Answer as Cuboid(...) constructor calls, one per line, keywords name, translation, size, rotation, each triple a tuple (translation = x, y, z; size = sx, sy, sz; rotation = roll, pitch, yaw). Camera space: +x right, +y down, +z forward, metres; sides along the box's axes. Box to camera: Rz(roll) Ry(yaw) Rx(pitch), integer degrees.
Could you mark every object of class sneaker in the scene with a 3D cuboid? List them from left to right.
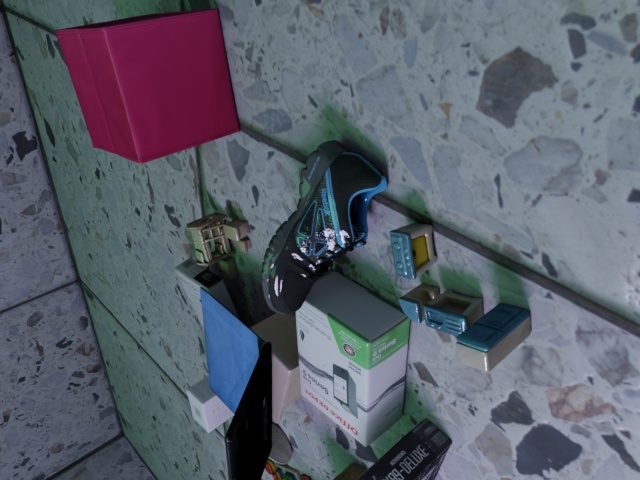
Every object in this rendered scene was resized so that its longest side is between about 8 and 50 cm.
Cuboid(name="sneaker", translation=(-0.173, 0.609, 1.702), size=(0.222, 0.083, 0.118), rotation=(42, 160, 15))
Cuboid(name="sneaker", translation=(0.000, 0.000, 0.970), size=(0.139, 0.125, 0.341), rotation=(30, 111, 24))

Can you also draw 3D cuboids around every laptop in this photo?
Cuboid(name="laptop", translation=(-0.240, 0.396, 1.280), size=(0.236, 0.408, 0.382), rotation=(9, 124, 9))

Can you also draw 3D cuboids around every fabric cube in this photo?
Cuboid(name="fabric cube", translation=(-0.363, -0.341, 1.166), size=(0.259, 0.254, 0.258), rotation=(20, 128, 43))

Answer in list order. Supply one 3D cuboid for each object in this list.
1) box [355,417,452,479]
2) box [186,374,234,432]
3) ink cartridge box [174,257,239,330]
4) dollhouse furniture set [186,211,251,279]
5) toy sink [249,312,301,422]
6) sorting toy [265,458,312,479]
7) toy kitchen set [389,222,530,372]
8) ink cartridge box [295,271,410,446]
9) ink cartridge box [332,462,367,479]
Cuboid(name="box", translation=(0.136, 0.538, 1.110), size=(0.076, 0.242, 0.307), rotation=(37, 138, 32))
Cuboid(name="box", translation=(-0.317, 0.491, 1.707), size=(0.091, 0.170, 0.130), rotation=(25, 130, 39))
Cuboid(name="ink cartridge box", translation=(-0.298, 0.234, 1.581), size=(0.175, 0.069, 0.371), rotation=(25, 139, 41))
Cuboid(name="dollhouse furniture set", translation=(-0.250, 0.039, 1.393), size=(0.161, 0.101, 0.182), rotation=(15, 123, 46))
Cuboid(name="toy sink", translation=(-0.092, 0.311, 1.346), size=(0.153, 0.131, 0.234), rotation=(40, 137, 29))
Cuboid(name="sorting toy", translation=(-0.093, 0.791, 1.726), size=(0.274, 0.046, 0.132), rotation=(-10, 104, 53))
Cuboid(name="toy kitchen set", translation=(0.196, 0.075, 0.839), size=(0.207, 0.122, 0.166), rotation=(13, 121, 47))
Cuboid(name="ink cartridge box", translation=(0.062, 0.244, 1.116), size=(0.211, 0.121, 0.289), rotation=(28, 132, 40))
Cuboid(name="ink cartridge box", translation=(0.047, 0.704, 1.333), size=(0.088, 0.234, 0.193), rotation=(10, 119, 49))
